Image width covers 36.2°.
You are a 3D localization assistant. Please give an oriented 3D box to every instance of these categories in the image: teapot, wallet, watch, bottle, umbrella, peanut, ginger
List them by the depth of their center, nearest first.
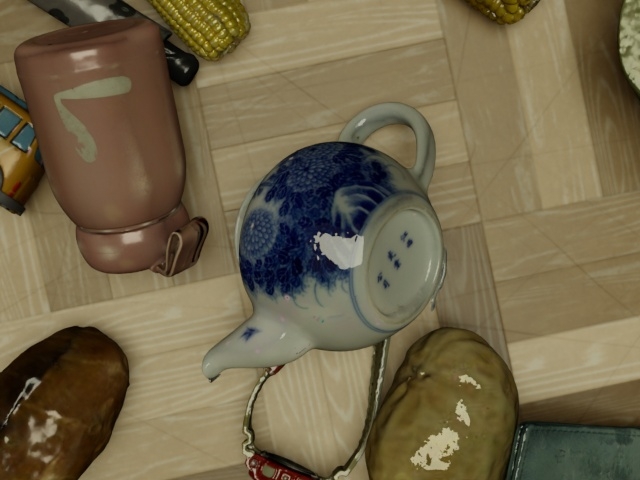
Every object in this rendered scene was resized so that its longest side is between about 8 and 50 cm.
[{"bbox_3d":[-0.239,-0.104,1.175,0.206,0.173,0.296,9,116,38],"label":"bottle"},{"bbox_3d":[0.000,0.000,1.198,0.252,0.280,0.424,47,67,-42],"label":"teapot"},{"bbox_3d":[0.138,0.299,1.217,0.170,0.192,0.387,12,91,37],"label":"peanut"},{"bbox_3d":[-0.369,0.246,1.218,0.321,0.172,0.165,-41,130,-1],"label":"ginger"},{"bbox_3d":[0.343,0.353,1.250,0.290,0.054,0.251,10,92,-24],"label":"wallet"},{"bbox_3d":[-0.304,-0.302,1.251,0.337,0.073,0.067,33,118,-1],"label":"umbrella"},{"bbox_3d":[-0.007,0.199,1.269,0.165,0.102,0.268,13,83,0],"label":"watch"}]

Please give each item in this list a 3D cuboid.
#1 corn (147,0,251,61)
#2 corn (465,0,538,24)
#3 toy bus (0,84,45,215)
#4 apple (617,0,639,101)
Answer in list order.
[{"bbox_3d":[-0.188,-0.337,1.243,0.093,0.093,0.244,-41,92,0],"label":"corn"},{"bbox_3d":[0.154,-0.393,1.251,0.313,0.102,0.102,38,90,0],"label":"corn"},{"bbox_3d":[-0.436,-0.135,1.228,0.209,0.126,0.136,34,82,-1],"label":"toy bus"},{"bbox_3d":[0.537,-0.247,1.174,0.360,0.320,0.311,-41,131,5],"label":"apple"}]
